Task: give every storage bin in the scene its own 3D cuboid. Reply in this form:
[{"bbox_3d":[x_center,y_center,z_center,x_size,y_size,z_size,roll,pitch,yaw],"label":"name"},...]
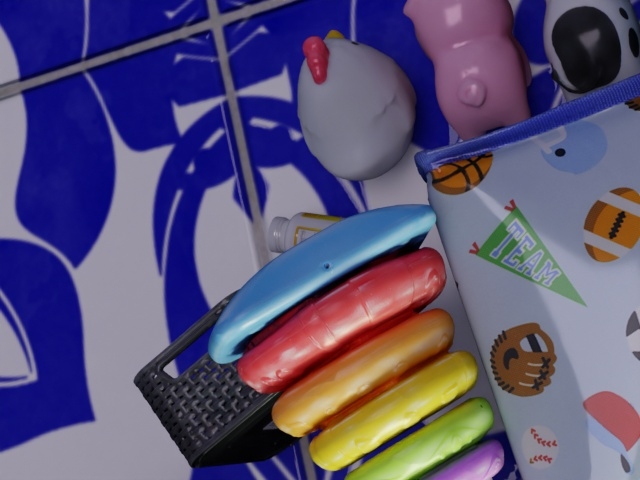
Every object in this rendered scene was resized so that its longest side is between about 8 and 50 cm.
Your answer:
[{"bbox_3d":[-0.049,0.109,1.333,0.122,0.180,0.084,-40,74,13],"label":"storage bin"}]

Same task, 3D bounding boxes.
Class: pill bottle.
[{"bbox_3d":[0.000,0.000,1.397,0.083,0.043,0.043,8,88,21],"label":"pill bottle"}]

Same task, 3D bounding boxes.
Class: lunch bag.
[{"bbox_3d":[0.298,0.035,1.189,0.385,0.239,0.328,-18,79,4],"label":"lunch bag"}]

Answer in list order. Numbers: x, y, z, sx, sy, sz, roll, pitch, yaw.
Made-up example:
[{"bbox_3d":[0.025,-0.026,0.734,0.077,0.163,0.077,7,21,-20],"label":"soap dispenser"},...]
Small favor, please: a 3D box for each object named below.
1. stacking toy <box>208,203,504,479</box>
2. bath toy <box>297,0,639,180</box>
[{"bbox_3d":[0.065,0.139,1.152,0.175,0.166,0.302,-31,82,-9],"label":"stacking toy"},{"bbox_3d":[0.132,-0.163,1.319,0.348,0.129,0.151,-20,45,17],"label":"bath toy"}]
